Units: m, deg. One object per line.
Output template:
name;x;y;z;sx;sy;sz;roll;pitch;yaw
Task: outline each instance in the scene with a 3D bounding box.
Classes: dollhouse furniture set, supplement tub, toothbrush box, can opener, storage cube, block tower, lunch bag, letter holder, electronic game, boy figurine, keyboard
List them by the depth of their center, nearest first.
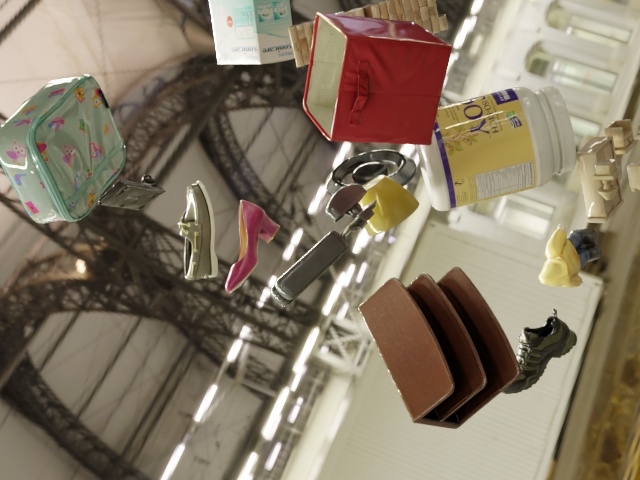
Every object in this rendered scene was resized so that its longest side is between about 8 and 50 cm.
storage cube;0.094;-0.284;1.528;0.215;0.193;0.184;-123;38;-58
can opener;0.000;0.000;1.626;0.283;0.095;0.076;-42;-5;-28
lunch bag;-0.477;-0.172;1.644;0.279;0.108;0.224;-67;-36;-52
letter holder;0.250;0.205;1.817;0.152;0.302;0.214;19;-55;-43
keyboard;-0.399;-0.108;1.882;0.108;0.023;0.180;-34;-10;13
block tower;0.105;-0.467;1.894;0.091;0.335;0.097;-67;-35;-70
dollhouse furniture set;0.768;-0.143;1.899;0.303;0.355;0.174;-37;-60;-42
supplement tub;0.397;-0.218;2.009;0.241;0.331;0.241;-15;-90;-86
electronic game;0.123;-0.160;2.132;0.229;0.229;0.048;-56;-42;-49
toothbrush box;-0.191;-0.626;2.324;0.126;0.216;0.295;-20;-68;-35
boy figurine;0.667;0.045;2.343;0.285;0.092;0.177;-25;-80;-53

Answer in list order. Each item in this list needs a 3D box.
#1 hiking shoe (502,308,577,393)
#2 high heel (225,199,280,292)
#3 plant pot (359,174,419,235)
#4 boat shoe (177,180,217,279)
hiking shoe;0.486;0.260;2.035;0.227;0.114;0.086;-42;19;-4
high heel;-0.194;0.012;2.078;0.244;0.117;0.082;-59;10;-32
plant pot;0.136;-0.086;1.906;0.134;0.095;0.134;-32;13;8
boat shoe;-0.354;-0.022;2.468;0.109;0.091;0.305;-131;34;-54
